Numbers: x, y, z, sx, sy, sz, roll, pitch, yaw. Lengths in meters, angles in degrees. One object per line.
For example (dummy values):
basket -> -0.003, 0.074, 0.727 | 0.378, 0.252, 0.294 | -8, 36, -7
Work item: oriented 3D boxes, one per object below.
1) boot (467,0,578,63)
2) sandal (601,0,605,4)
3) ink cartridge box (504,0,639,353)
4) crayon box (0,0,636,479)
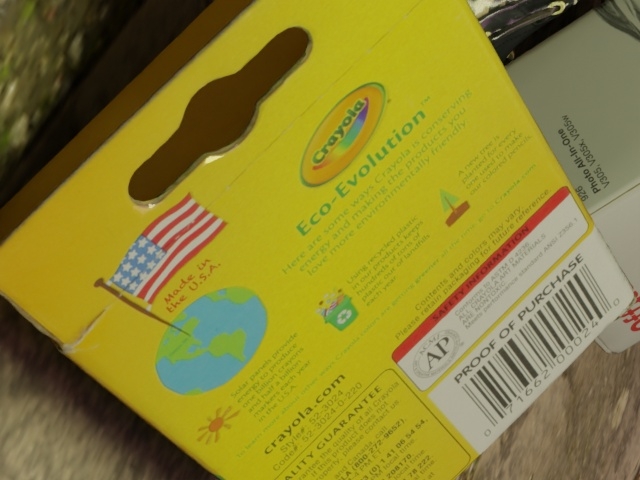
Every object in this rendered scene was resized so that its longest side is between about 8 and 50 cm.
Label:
boot -> 0.073, -0.085, 0.818 | 0.236, 0.085, 0.179 | -22, 131, -23
sandal -> 0.176, -0.212, 0.984 | 0.086, 0.120, 0.303 | -25, 145, -5
ink cartridge box -> 0.245, -0.075, 0.988 | 0.289, 0.121, 0.211 | -32, 151, 10
crayon box -> 0.000, 0.000, 0.694 | 0.202, 0.081, 0.318 | -44, 142, -4
